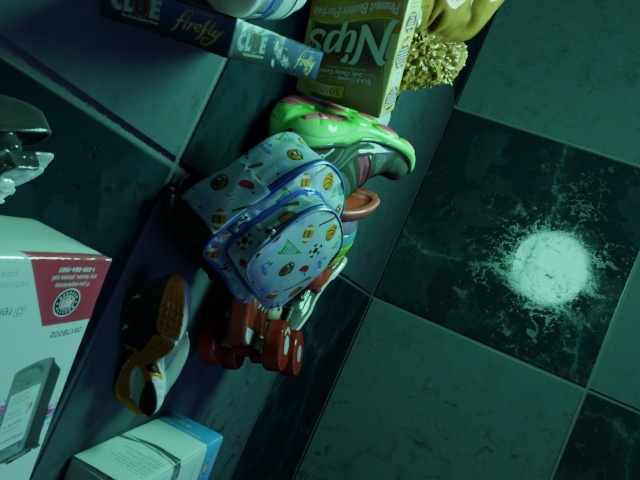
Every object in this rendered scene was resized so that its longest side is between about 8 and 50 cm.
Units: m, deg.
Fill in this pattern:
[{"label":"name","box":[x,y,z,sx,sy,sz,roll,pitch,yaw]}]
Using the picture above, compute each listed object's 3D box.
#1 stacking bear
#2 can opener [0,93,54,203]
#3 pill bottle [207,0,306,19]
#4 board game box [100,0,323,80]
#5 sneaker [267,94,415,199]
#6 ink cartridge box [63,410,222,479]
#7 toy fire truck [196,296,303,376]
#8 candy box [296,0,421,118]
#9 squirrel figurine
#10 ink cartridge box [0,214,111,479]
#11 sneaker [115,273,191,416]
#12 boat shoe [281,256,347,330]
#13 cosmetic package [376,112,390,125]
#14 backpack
[{"label":"stacking bear","box":[0.000,0.000,1.443,0.164,0.175,0.289,-41,157,-51]},{"label":"can opener","box":[-0.334,-0.071,0.461,0.074,0.093,0.280,-25,177,22]},{"label":"pill bottle","box":[-0.081,-0.354,0.817,0.169,0.094,0.094,-38,146,-60]},{"label":"board game box","box":[-0.116,-0.249,0.721,0.243,0.165,0.042,-24,134,-68]},{"label":"sneaker","box":[0.035,-0.177,1.264,0.483,0.185,0.202,-1,126,-53]},{"label":"ink cartridge box","box":[-0.326,0.459,1.047,0.223,0.129,0.307,-68,164,4]},{"label":"toy fire truck","box":[-0.127,0.146,1.248,0.302,0.170,0.253,60,36,-71]},{"label":"candy box","box":[0.077,-0.406,1.086,0.087,0.183,0.316,-41,149,-55]},{"label":"squirrel figurine","box":[0.207,-0.480,1.269,0.370,0.281,0.396,-38,145,-47]},{"label":"ink cartridge box","box":[-0.352,0.130,0.539,0.306,0.131,0.226,-70,164,4]},{"label":"sneaker","box":[-0.256,0.153,0.961,0.262,0.099,0.121,-67,173,26]},{"label":"boat shoe","box":[-0.052,0.134,1.589,0.335,0.095,0.112,-53,-166,-31]},{"label":"cosmetic package","box":[0.094,-0.266,1.501,0.231,0.086,0.117,-62,162,-20]},{"label":"backpack","box":[-0.080,-0.037,0.967,0.263,0.213,0.276,-47,159,-15]}]
